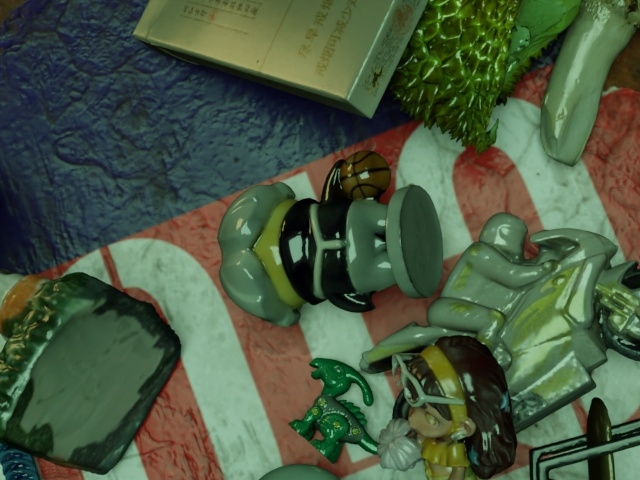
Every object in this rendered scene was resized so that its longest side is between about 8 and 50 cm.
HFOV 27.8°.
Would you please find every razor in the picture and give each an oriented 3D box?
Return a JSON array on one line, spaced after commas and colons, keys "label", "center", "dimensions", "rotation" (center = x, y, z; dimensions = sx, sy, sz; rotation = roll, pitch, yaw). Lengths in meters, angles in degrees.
[{"label": "razor", "center": [-0.311, 0.335, 1.441], "dimensions": [0.082, 0.042, 0.253], "rotation": [-19, 80, 4]}]

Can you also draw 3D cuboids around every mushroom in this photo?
[{"label": "mushroom", "center": [0.293, -0.185, 1.419], "dimensions": [0.084, 0.071, 0.209], "rotation": [22, 92, -35]}]

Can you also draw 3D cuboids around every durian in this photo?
[{"label": "durian", "center": [0.161, -0.220, 1.368], "dimensions": [0.176, 0.200, 0.237], "rotation": [21, 84, 34]}]

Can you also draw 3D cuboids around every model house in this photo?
[{"label": "model house", "center": [-0.342, 0.100, 1.381], "dimensions": [0.300, 0.271, 0.190], "rotation": [21, 81, 21]}]

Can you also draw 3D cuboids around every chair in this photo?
[{"label": "chair", "center": [0.292, 0.246, 1.315], "dimensions": [0.246, 0.159, 0.172], "rotation": [0, 85, 6]}]

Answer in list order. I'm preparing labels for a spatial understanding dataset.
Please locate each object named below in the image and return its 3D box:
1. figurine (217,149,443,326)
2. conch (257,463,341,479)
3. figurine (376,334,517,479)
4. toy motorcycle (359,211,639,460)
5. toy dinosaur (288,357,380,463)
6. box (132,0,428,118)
[{"label": "figurine", "center": [0.000, 0.000, 1.383], "dimensions": [0.236, 0.133, 0.176], "rotation": [-8, 78, 26]}, {"label": "conch", "center": [-0.023, 0.345, 1.351], "dimensions": [0.121, 0.185, 0.221], "rotation": [-3, 59, -29]}, {"label": "figurine", "center": [0.130, 0.206, 1.270], "dimensions": [0.115, 0.175, 0.240], "rotation": [-5, 117, -13]}, {"label": "toy motorcycle", "center": [0.203, 0.085, 1.371], "dimensions": [0.340, 0.108, 0.223], "rotation": [-30, 70, 10]}, {"label": "toy dinosaur", "center": [0.024, 0.190, 1.411], "dimensions": [0.132, 0.059, 0.096], "rotation": [36, 83, 18]}, {"label": "box", "center": [-0.041, -0.266, 1.383], "dimensions": [0.365, 0.051, 0.205], "rotation": [23, 86, 43]}]
